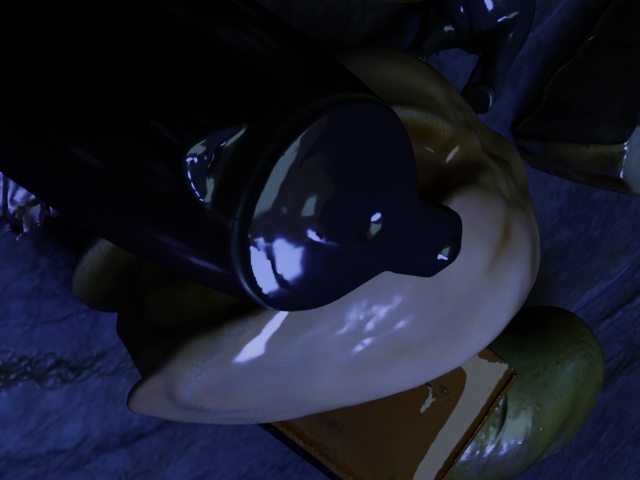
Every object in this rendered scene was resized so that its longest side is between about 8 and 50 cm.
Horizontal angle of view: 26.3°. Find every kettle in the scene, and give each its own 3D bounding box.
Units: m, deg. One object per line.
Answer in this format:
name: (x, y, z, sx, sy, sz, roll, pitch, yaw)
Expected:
kettle: (-0.051, -0.046, 0.674, 0.202, 0.232, 0.144, 27, 95, -51)

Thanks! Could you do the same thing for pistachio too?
pistachio: (0.000, 0.000, 0.884, 0.321, 0.229, 0.238, -22, 160, -29)

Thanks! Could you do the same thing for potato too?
potato: (0.148, 0.134, 1.186, 0.248, 0.143, 0.169, -20, 166, -42)

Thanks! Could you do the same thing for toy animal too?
toy animal: (0.099, -0.213, 0.929, 0.137, 0.082, 0.269, -54, 147, -47)

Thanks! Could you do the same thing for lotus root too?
lotus root: (0.282, -0.136, 1.153, 0.138, 0.119, 0.235, 35, 88, -45)

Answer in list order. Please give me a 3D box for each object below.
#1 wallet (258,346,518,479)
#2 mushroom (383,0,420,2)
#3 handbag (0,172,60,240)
wallet: (0.035, 0.103, 1.046, 0.195, 0.042, 0.161, 37, 88, -10)
mushroom: (0.049, -0.276, 0.712, 0.345, 0.259, 0.345, -21, 125, -33)
handbag: (-0.214, -0.084, 0.724, 0.203, 0.074, 0.216, -21, 130, -35)
